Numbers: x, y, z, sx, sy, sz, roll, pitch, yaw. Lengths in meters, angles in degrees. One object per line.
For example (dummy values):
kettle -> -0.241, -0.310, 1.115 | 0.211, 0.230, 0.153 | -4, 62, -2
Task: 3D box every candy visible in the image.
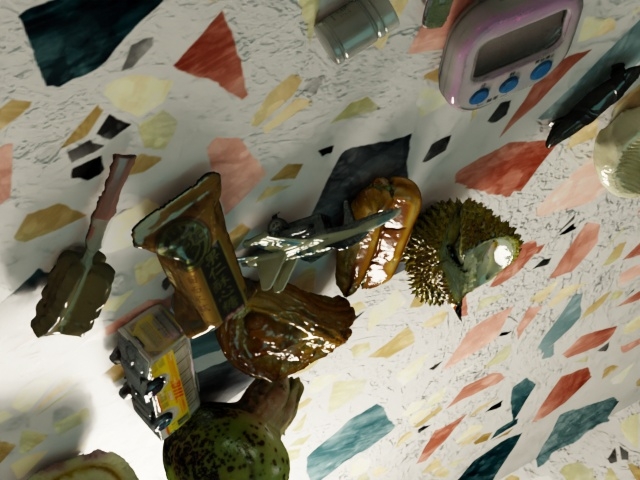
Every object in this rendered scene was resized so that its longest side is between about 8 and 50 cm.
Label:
candy -> -0.168, 0.024, 1.933 | 0.143, 0.101, 0.271 | -38, 147, -17

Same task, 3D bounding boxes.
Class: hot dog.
hot dog -> 0.079, -0.003, 2.196 | 0.115, 0.072, 0.269 | -20, 151, -29
hot dog -> -0.051, 0.141, 2.227 | 0.175, 0.114, 0.259 | -35, 156, 23

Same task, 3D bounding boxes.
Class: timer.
timer -> 0.256, -0.271, 1.969 | 0.208, 0.069, 0.191 | -23, 151, -21

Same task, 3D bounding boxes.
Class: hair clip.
hair clip -> 0.171, -0.326, 1.833 | 0.054, 0.022, 0.137 | -9, 143, -42

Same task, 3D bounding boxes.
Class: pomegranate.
pomegranate -> -0.129, 0.344, 2.381 | 0.276, 0.222, 0.204 | -37, 142, -38

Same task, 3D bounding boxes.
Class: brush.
brush -> -0.287, 0.012, 1.817 | 0.084, 0.071, 0.301 | -5, 135, -40

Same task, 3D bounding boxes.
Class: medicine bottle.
medicine bottle -> 0.044, -0.261, 1.753 | 0.091, 0.058, 0.058 | -33, 153, -4

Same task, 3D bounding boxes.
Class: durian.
durian -> 0.212, 0.018, 2.312 | 0.193, 0.138, 0.237 | -26, 149, -25

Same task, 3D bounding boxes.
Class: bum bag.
bum bag -> 0.428, -0.217, 2.282 | 0.198, 0.049, 0.087 | -41, 177, 9

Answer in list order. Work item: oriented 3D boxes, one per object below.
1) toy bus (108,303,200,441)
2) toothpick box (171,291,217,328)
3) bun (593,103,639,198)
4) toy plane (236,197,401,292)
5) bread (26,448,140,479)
toy bus -> -0.241, 0.198, 2.147 | 0.106, 0.092, 0.268 | -36, 154, -20
toothpick box -> -0.177, 0.098, 2.090 | 0.052, 0.052, 0.083 | -37, 155, 4
bun -> 0.531, -0.161, 2.427 | 0.183, 0.102, 0.183 | -16, 131, -20
toy plane -> -0.003, -0.010, 2.059 | 0.262, 0.088, 0.192 | -29, 159, 22
bread -> -0.420, 0.491, 2.336 | 0.187, 0.155, 0.338 | -23, 149, -40
